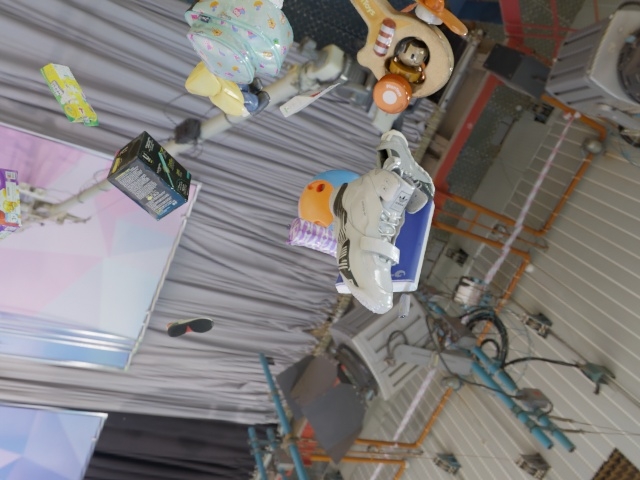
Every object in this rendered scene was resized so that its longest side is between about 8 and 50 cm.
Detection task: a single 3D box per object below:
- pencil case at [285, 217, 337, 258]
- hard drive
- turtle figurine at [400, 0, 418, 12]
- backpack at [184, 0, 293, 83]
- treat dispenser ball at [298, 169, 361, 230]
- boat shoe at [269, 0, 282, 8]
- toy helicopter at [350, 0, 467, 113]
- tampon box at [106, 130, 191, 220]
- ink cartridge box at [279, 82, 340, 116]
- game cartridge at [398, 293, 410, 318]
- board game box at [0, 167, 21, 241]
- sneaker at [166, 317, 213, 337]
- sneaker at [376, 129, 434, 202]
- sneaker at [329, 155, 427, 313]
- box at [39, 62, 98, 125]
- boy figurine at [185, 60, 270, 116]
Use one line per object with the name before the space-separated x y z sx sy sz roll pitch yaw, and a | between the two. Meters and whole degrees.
pencil case | 0.000 0.000 1.556 0.088 0.206 0.086 -71 -162 0
hard drive | 0.181 0.008 1.388 0.210 0.040 0.319 -5 -140 27
turtle figurine | 0.250 -0.611 1.092 0.217 0.087 0.269 -42 174 -36
backpack | -0.155 -0.397 1.007 0.166 0.188 0.144 62 43 -68
treat dispenser ball | 0.061 -0.114 1.870 0.288 0.288 0.288 -40 -138 49
boat shoe | -0.191 -0.686 1.435 0.098 0.277 0.096 -28 -102 30
toy helicopter | 0.148 -0.460 1.067 0.235 0.355 0.140 -27 -159 47
tampon box | -0.404 -0.152 1.226 0.101 0.161 0.120 -30 -142 18
ink cartridge box | -0.042 -0.593 2.094 0.224 0.056 0.181 -30 -169 25
game cartridge | 0.202 0.158 1.244 0.083 0.017 0.056 92 9 -74
board game box | -0.825 -0.086 1.108 0.142 0.275 0.144 -21 -106 34
sneaker | -0.458 0.292 1.792 0.075 0.161 0.057 -151 -123 -60
sneaker | 0.210 -0.166 1.350 0.086 0.229 0.132 -21 -158 42
sneaker | 0.143 -0.026 1.195 0.210 0.137 0.366 -36 -131 33
box | -0.694 -0.398 1.434 0.043 0.179 0.105 -28 -168 6
boy figurine | -0.252 -0.410 1.350 0.092 0.285 0.177 -31 -100 22
